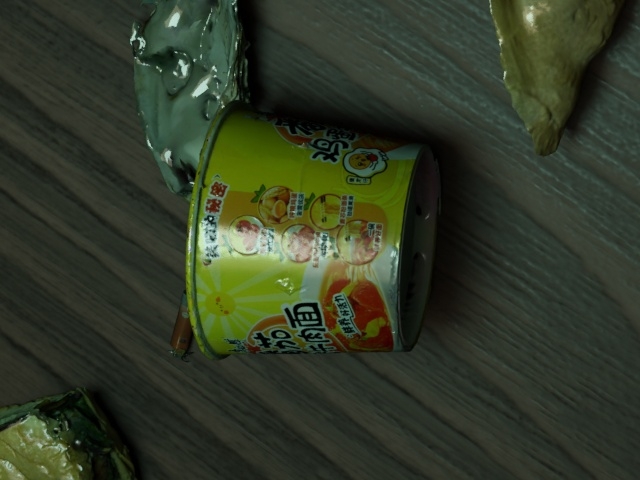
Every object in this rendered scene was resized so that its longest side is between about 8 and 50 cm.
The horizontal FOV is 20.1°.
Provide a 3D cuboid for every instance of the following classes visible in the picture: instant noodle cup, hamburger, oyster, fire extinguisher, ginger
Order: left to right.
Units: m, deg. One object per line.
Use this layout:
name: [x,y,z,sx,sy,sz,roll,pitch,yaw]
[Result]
hamburger: [-0.328,0.295,2.029,0.309,0.132,0.211,-25,95,27]
fire extinguisher: [-0.146,0.095,1.959,0.028,0.022,0.083,10,112,-12]
oyster: [-0.120,-0.162,1.838,0.199,0.087,0.252,-30,84,36]
instant noodle cup: [0.000,0.000,1.752,0.200,0.264,0.264,6,107,14]
ginger: [0.230,-0.180,1.682,0.122,0.115,0.193,-10,113,9]
